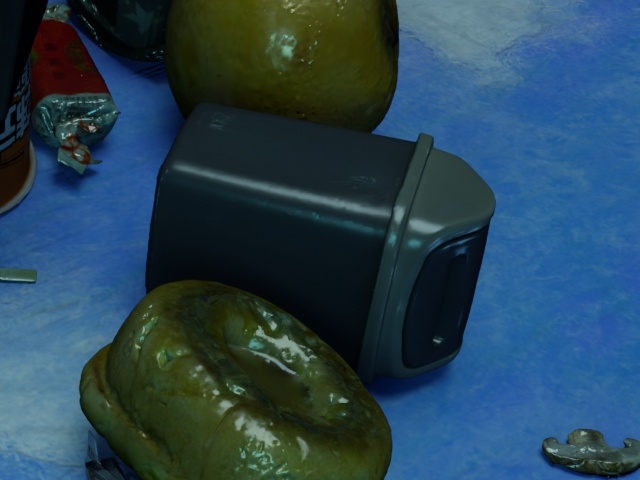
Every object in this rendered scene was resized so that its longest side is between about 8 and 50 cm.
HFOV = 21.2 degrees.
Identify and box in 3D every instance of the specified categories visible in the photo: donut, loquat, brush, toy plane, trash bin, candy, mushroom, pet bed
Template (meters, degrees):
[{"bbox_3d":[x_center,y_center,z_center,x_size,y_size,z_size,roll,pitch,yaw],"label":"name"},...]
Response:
[{"bbox_3d":[-0.058,0.143,1.364,0.261,0.128,0.208,42,27,25],"label":"donut"},{"bbox_3d":[-0.032,-0.205,1.725,0.263,0.263,0.263,10,38,-8],"label":"loquat"},{"bbox_3d":[-0.297,0.028,1.540,0.084,0.013,0.016,4,37,-17],"label":"brush"},{"bbox_3d":[-0.140,0.224,1.306,0.053,0.078,0.197,-11,31,-27],"label":"toy plane"},{"bbox_3d":[0.000,0.000,1.531,0.290,0.209,0.182,14,39,6],"label":"trash bin"},{"bbox_3d":[-0.266,-0.164,1.750,0.086,0.059,0.292,-3,41,-22],"label":"candy"},{"bbox_3d":[0.247,0.190,1.531,0.101,0.019,0.049,3,39,-17],"label":"mushroom"},{"bbox_3d":[-0.170,-0.296,1.876,0.211,0.159,0.183,-31,62,-35],"label":"pet bed"}]

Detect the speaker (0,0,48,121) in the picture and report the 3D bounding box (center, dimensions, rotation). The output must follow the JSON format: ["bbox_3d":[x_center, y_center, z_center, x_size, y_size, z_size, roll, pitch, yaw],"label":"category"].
[{"bbox_3d":[-0.307,-0.274,1.416,0.184,0.232,0.254,13,38,-6],"label":"speaker"}]

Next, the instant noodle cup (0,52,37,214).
[{"bbox_3d":[-0.379,-0.155,1.589,0.250,0.192,0.250,10,39,-8],"label":"instant noodle cup"}]
